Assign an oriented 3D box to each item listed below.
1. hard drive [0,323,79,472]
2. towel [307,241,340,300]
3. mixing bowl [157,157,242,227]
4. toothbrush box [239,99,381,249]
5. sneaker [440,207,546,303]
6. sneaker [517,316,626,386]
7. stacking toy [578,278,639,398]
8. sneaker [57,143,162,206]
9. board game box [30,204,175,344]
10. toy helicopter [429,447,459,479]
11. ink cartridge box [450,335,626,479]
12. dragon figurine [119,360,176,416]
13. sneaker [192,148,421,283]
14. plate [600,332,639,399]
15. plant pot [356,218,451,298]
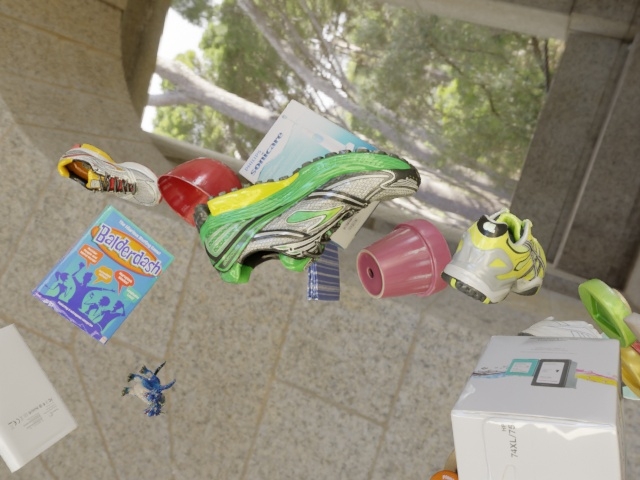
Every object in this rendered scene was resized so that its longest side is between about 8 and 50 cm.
[{"bbox_3d":[-0.731,0.364,1.427,0.040,0.307,0.203,-33,0,19],"label":"hard drive"},{"bbox_3d":[0.000,0.000,1.642,0.243,0.040,0.335,17,-112,-71],"label":"towel"},{"bbox_3d":[-0.223,-0.098,1.199,0.098,0.182,0.181,-56,-23,-27],"label":"mixing bowl"},{"bbox_3d":[-0.007,-0.152,1.353,0.216,0.296,0.126,-54,-34,1],"label":"toothbrush box"},{"bbox_3d":[0.373,0.019,1.167,0.385,0.145,0.147,-12,-52,-58],"label":"sneaker"},{"bbox_3d":[0.613,0.242,1.405,0.129,0.297,0.111,-35,-60,-25],"label":"sneaker"},{"bbox_3d":[0.595,0.177,1.020,0.130,0.279,0.309,-32,14,4],"label":"stacking toy"},{"bbox_3d":[-0.435,-0.121,1.243,0.092,0.225,0.088,-68,-3,-61],"label":"sneaker"},{"bbox_3d":[-0.403,0.063,1.125,0.160,0.047,0.210,43,-109,-24],"label":"board game box"},{"bbox_3d":[0.410,0.525,1.215,0.235,0.355,0.140,-53,-48,-12],"label":"toy helicopter"},{"bbox_3d":[0.322,0.276,0.851,0.270,0.197,0.198,-27,-69,-60],"label":"ink cartridge box"},{"bbox_3d":[-0.471,0.426,1.721,0.289,0.144,0.085,17,-84,-83],"label":"dragon figurine"},{"bbox_3d":[-0.009,-0.031,0.908,0.134,0.344,0.146,55,-166,-75],"label":"sneaker"},{"bbox_3d":[0.743,0.284,1.420,0.024,0.188,0.188,-20,-53,-59],"label":"plate"},{"bbox_3d":[0.199,0.061,1.511,0.180,0.201,0.201,-17,-47,-24],"label":"plant pot"}]
